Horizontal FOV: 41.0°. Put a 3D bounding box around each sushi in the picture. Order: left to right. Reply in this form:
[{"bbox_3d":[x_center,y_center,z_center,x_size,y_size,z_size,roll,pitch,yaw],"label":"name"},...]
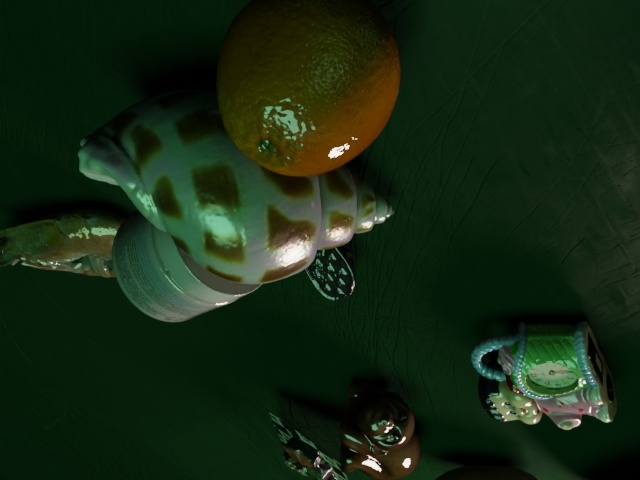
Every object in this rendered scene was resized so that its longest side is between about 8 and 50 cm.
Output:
[{"bbox_3d":[-0.025,0.441,1.660,0.193,0.043,0.279,32,158,21],"label":"sushi"}]

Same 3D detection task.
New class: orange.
[{"bbox_3d":[-0.014,-0.165,0.879,0.206,0.206,0.206,12,142,9],"label":"orange"}]

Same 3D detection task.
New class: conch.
[{"bbox_3d":[-0.092,-0.068,1.043,0.368,0.249,0.197,28,116,-38],"label":"conch"}]

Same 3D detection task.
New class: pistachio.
[{"bbox_3d":[0.303,0.483,1.597,0.226,0.135,0.136,-12,134,21],"label":"pistachio"}]

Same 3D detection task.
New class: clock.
[{"bbox_3d":[0.322,0.201,1.273,0.196,0.100,0.194,-12,129,30],"label":"clock"}]

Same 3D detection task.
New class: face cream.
[{"bbox_3d":[-0.177,0.013,1.182,0.177,0.177,0.153,40,139,-26],"label":"face cream"}]

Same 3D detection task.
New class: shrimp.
[{"bbox_3d":[-0.402,0.019,1.372,0.317,0.077,0.168,-6,139,24],"label":"shrimp"}]

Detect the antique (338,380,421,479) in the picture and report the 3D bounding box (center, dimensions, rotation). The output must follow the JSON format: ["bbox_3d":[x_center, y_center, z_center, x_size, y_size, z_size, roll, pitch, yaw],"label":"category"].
[{"bbox_3d":[0.108,0.349,1.526,0.143,0.121,0.256,9,143,12],"label":"antique"}]

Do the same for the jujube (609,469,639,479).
[{"bbox_3d":[0.566,0.488,1.431,0.223,0.223,0.318,33,150,-17],"label":"jujube"}]

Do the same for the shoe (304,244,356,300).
[{"bbox_3d":[0.000,0.000,1.205,0.071,0.049,0.179,-22,108,34],"label":"shoe"}]
